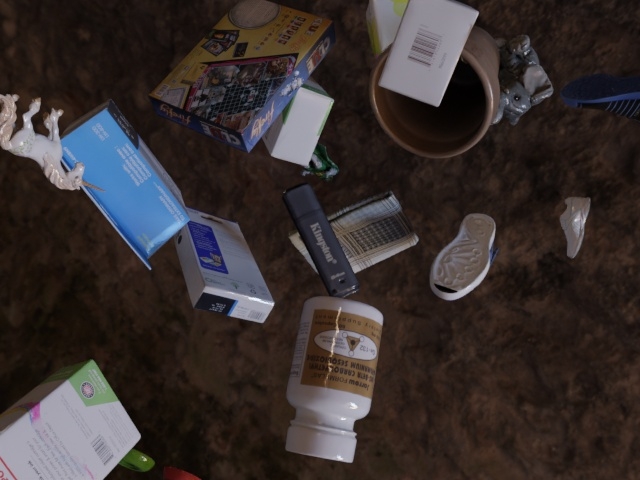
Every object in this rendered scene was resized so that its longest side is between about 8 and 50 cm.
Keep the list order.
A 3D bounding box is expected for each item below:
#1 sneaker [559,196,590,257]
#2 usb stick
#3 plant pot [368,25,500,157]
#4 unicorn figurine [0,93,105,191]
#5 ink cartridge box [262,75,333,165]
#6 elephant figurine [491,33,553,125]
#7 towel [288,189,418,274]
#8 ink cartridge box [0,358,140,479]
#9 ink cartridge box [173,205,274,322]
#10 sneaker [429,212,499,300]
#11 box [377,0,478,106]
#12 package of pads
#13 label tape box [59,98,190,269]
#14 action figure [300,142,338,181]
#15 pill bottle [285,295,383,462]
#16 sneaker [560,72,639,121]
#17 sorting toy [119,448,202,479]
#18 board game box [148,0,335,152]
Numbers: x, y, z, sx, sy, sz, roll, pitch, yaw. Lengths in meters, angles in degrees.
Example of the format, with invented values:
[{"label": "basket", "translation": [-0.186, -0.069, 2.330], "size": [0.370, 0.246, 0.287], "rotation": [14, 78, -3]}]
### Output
[{"label": "sneaker", "translation": [0.612, -0.033, 1.347], "size": [0.061, 0.152, 0.054], "rotation": [11, 0, 24]}, {"label": "usb stick", "translation": [0.000, 0.000, 1.233], "size": [0.277, 0.077, 0.045], "rotation": [64, -21, 10]}, {"label": "plant pot", "translation": [0.265, -0.340, 1.153], "size": [0.263, 0.229, 0.263], "rotation": [23, -40, 21]}, {"label": "unicorn figurine", "translation": [-0.381, -0.133, 0.766], "size": [0.060, 0.111, 0.162], "rotation": [-5, -9, 30]}, {"label": "ink cartridge box", "translation": [-0.065, -0.280, 1.206], "size": [0.093, 0.154, 0.212], "rotation": [12, 25, -26]}, {"label": "elephant figurine", "translation": [0.469, -0.360, 1.351], "size": [0.169, 0.186, 0.239], "rotation": [62, 22, -66]}, {"label": "towel", "translation": [0.103, 0.001, 1.608], "size": [0.312, 0.324, 0.056], "rotation": [48, 22, -57]}, {"label": "ink cartridge box", "translation": [-0.526, 0.410, 1.016], "size": [0.119, 0.353, 0.207], "rotation": [-17, -74, 30]}, {"label": "ink cartridge box", "translation": [-0.228, 0.044, 1.235], "size": [0.166, 0.065, 0.332], "rotation": [18, 24, -32]}, {"label": "sneaker", "translation": [0.370, 0.101, 1.468], "size": [0.130, 0.322, 0.236], "rotation": [20, -43, 20]}, {"label": "box", "translation": [0.153, -0.282, 0.794], "size": [0.091, 0.170, 0.130], "rotation": [21, -62, 2]}, {"label": "package of pads", "translation": [0.254, -0.521, 1.498], "size": [0.101, 0.229, 0.296], "rotation": [155, -75, -88]}, {"label": "label tape box", "translation": [-0.360, -0.120, 1.038], "size": [0.249, 0.115, 0.348], "rotation": [58, -8, -25]}, {"label": "action figure", "translation": [-0.012, -0.199, 1.479], "size": [0.137, 0.063, 0.232], "rotation": [6, -6, 22]}, {"label": "pill bottle", "translation": [0.017, 0.212, 0.853], "size": [0.131, 0.229, 0.131], "rotation": [10, -20, 4]}, {"label": "sneaker", "translation": [0.602, -0.278, 1.102], "size": [0.232, 0.081, 0.090], "rotation": [12, -28, 46]}, {"label": "sorting toy", "translation": [-0.469, 0.588, 1.358], "size": [0.366, 0.126, 0.127], "rotation": [30, -36, -11]}, {"label": "board game box", "translation": [-0.108, -0.253, 0.812], "size": [0.165, 0.243, 0.042], "rotation": [25, -24, 20]}]
